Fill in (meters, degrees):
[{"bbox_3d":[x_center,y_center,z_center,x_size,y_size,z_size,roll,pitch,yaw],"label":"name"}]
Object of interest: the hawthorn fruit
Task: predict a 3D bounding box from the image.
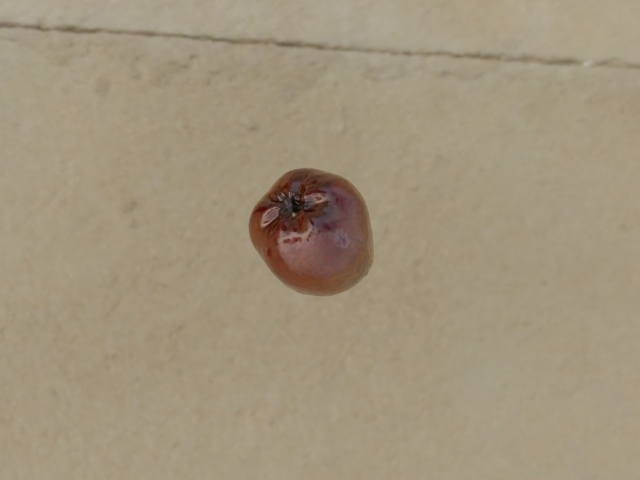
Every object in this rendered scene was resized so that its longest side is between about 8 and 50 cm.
[{"bbox_3d":[0.000,0.000,0.860,0.081,0.081,0.093,-50,139,-8],"label":"hawthorn fruit"}]
